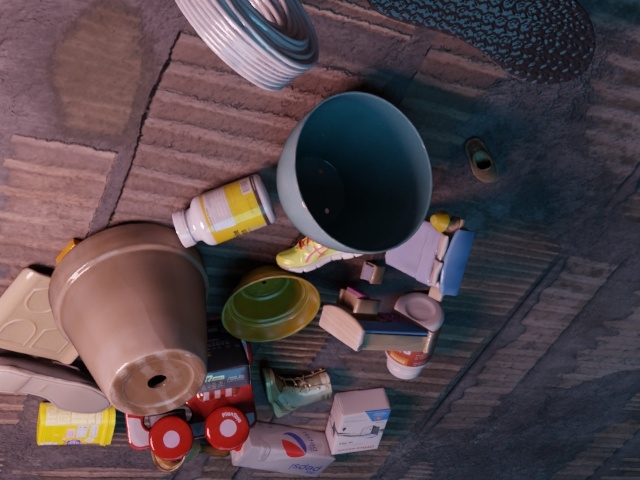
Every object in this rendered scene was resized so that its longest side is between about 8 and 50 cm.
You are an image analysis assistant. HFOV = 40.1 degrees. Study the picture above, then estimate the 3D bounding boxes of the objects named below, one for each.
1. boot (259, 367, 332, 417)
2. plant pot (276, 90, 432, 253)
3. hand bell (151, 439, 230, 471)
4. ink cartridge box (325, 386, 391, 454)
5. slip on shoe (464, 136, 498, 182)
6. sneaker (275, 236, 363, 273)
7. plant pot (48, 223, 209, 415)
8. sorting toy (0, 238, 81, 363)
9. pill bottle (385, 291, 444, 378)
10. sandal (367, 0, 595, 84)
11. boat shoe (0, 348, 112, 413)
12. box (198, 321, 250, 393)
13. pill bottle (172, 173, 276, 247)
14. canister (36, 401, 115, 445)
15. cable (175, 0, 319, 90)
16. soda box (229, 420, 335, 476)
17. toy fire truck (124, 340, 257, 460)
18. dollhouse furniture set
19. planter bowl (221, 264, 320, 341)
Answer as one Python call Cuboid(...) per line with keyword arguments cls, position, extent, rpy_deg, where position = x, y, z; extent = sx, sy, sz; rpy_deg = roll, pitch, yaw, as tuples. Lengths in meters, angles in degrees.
Cuboid(cls="boot", position=(-0.058, 0.360, 2.193), extent=(0.165, 0.077, 0.213), rpy_deg=(-17, 143, -1))
Cuboid(cls="plant pot", position=(0.032, -0.108, 1.623), extent=(0.290, 0.290, 0.195), rpy_deg=(11, 167, -29))
Cuboid(cls="hand bell", position=(-0.311, 0.542, 2.296), extent=(0.126, 0.126, 0.242), rpy_deg=(-40, 147, 21))
Cuboid(cls="ink cartridge box", position=(0.100, 0.491, 2.383), extent=(0.140, 0.082, 0.190), rpy_deg=(-4, 134, -16))
Cuboid(cls="slip on shoe", position=(0.338, -0.158, 1.817), extent=(0.051, 0.041, 0.135), rpy_deg=(-26, 137, 8))
Cuboid(cls="sneaker", position=(0.000, 0.000, 1.846), extent=(0.208, 0.081, 0.094), rpy_deg=(-18, 117, 3))
Cuboid(cls="plant pot", position=(-0.350, 0.178, 1.719), extent=(0.323, 0.280, 0.323), rpy_deg=(-15, 137, -14))
Cuboid(cls="sorting toy", position=(-0.534, 0.124, 1.808), extent=(0.229, 0.041, 0.307), rpy_deg=(27, 115, -42))
Cuboid(cls="pill bottle", position=(0.222, 0.237, 2.130), extent=(0.121, 0.121, 0.216), rpy_deg=(-6, 136, -14))
Cuboid(cls="sandal", position=(0.284, -0.408, 1.508), extent=(0.446, 0.107, 0.167), rpy_deg=(19, 128, -19))
Cuboid(cls="boat shoe", position=(-0.596, 0.298, 1.938), extent=(0.112, 0.095, 0.335), rpy_deg=(-35, 141, 22))
Cuboid(cls="box", position=(-0.282, 0.259, 1.906), extent=(0.233, 0.183, 0.059), rpy_deg=(-8, 120, -13))
Cuboid(cls="pill bottle", position=(-0.186, -0.052, 1.693), extent=(0.184, 0.103, 0.103), rpy_deg=(-20, 138, 2))
Cuboid(cls="canister", position=(-0.581, 0.433, 2.084), extent=(0.170, 0.073, 0.126), rpy_deg=(3, 133, -21))
Cuboid(cls="cable", position=(-0.113, -0.341, 1.303), extent=(0.089, 0.257, 0.257), rpy_deg=(-36, 136, 25))
Cuboid(cls="soda box", position=(-0.104, 0.564, 2.378), extent=(0.286, 0.091, 0.098), rpy_deg=(19, 125, -34))
Cuboid(cls="toy fire truck", position=(-0.296, 0.360, 2.008), extent=(0.302, 0.254, 0.169), rpy_deg=(-7, 172, -11))
Cuboid(cls="dollhouse furniture set", position=(0.125, 0.049, 1.829), extent=(0.198, 0.286, 0.303), rpy_deg=(8, 103, -37))
Cuboid(cls="planter bowl", position=(-0.115, 0.119, 1.908), extent=(0.217, 0.090, 0.217), rpy_deg=(-11, 138, -10))
